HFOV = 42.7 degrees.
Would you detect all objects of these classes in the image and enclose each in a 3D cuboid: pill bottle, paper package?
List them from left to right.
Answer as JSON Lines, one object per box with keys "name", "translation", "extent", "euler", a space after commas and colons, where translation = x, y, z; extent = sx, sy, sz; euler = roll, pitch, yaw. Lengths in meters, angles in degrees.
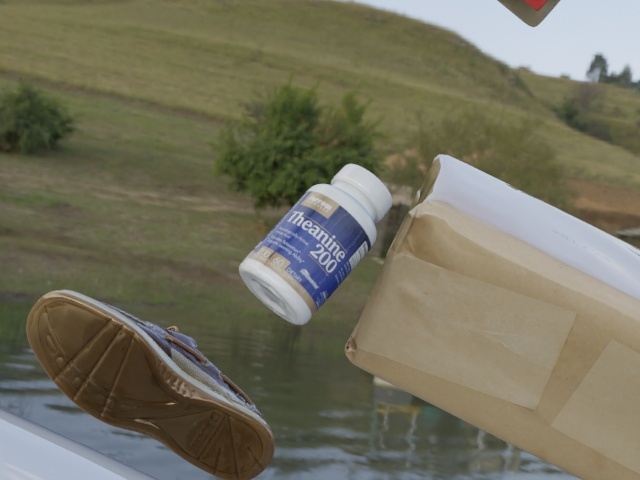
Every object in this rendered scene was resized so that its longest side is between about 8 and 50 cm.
{"name": "pill bottle", "translation": [0.000, 0.000, 0.622], "extent": [0.067, 0.120, 0.067], "euler": [36, -19, 15]}
{"name": "paper package", "translation": [0.217, 0.068, 0.804], "extent": [0.325, 0.168, 0.309], "euler": [26, 18, 3]}

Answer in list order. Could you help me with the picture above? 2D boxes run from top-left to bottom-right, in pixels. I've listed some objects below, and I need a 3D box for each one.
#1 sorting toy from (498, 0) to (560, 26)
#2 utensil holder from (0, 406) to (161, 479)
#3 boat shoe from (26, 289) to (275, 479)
{"name": "sorting toy", "translation": [0.213, -0.397, 0.855], "extent": [0.255, 0.257, 0.089], "euler": [38, 29, -4]}
{"name": "utensil holder", "translation": [-0.131, 0.294, 0.451], "extent": [0.386, 0.327, 0.327], "euler": [26, 1, -3]}
{"name": "boat shoe", "translation": [-0.205, 0.170, 1.030], "extent": [0.342, 0.123, 0.123], "euler": [33, 11, -9]}
